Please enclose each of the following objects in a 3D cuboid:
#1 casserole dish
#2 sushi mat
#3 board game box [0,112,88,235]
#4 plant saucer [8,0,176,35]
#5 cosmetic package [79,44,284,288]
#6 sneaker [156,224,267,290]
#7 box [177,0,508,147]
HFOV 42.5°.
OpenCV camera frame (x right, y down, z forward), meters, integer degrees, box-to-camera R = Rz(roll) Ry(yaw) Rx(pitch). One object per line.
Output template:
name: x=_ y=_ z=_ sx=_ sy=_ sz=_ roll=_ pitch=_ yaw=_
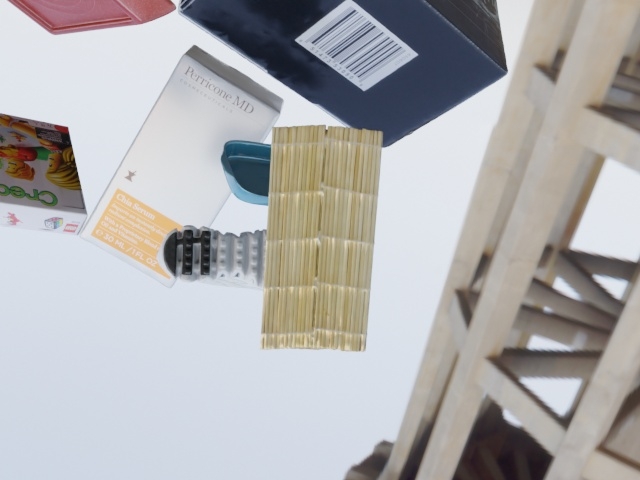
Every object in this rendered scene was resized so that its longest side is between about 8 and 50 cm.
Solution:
casserole dish: x=-0.071 y=-0.093 z=1.231 sx=0.188 sy=0.037 sz=0.114 roll=3 pitch=-130 yaw=-35
sushi mat: x=0.000 y=0.000 z=1.133 sx=0.151 sy=0.316 sz=0.019 roll=4 pitch=-173 yaw=-2
board game box: x=-0.491 y=-0.108 z=1.144 sx=0.305 sy=0.053 sz=0.193 roll=8 pitch=-136 yaw=-37
plant saucer: x=-0.377 y=-0.370 z=1.146 sx=0.258 sy=0.047 sz=0.259 roll=4 pitch=159 yaw=34
cosmetic package: x=-0.290 y=-0.153 z=1.734 sx=0.230 sy=0.453 sz=0.161 roll=30 pitch=-163 yaw=-10
sneaker: x=-0.131 y=0.036 z=1.371 sx=0.292 sy=0.110 sz=0.118 roll=11 pitch=168 yaw=-22
box: x=0.046 y=-0.499 z=1.402 sx=0.480 sy=0.297 sz=0.471 roll=28 pitch=-133 yaw=-37
